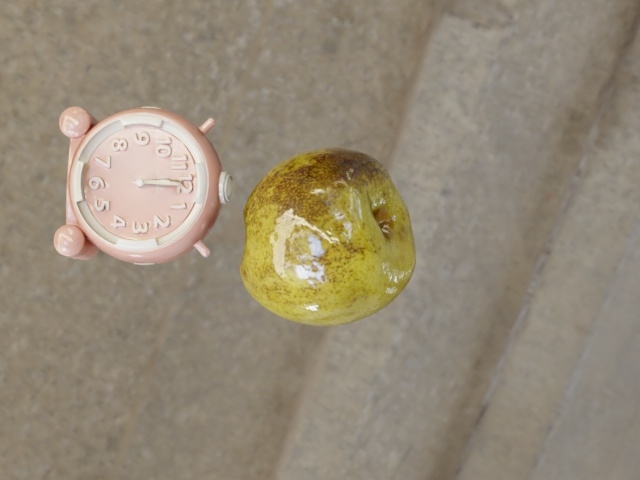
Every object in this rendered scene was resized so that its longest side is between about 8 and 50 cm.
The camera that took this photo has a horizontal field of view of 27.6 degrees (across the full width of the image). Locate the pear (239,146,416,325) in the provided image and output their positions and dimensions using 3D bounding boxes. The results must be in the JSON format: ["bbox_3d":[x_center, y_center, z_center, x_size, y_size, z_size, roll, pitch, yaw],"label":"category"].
[{"bbox_3d":[0.000,0.000,1.434,0.197,0.197,0.197,-36,141,-36],"label":"pear"}]

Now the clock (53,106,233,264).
[{"bbox_3d":[-0.244,-0.077,1.872,0.142,0.241,0.227,28,63,-81],"label":"clock"}]
